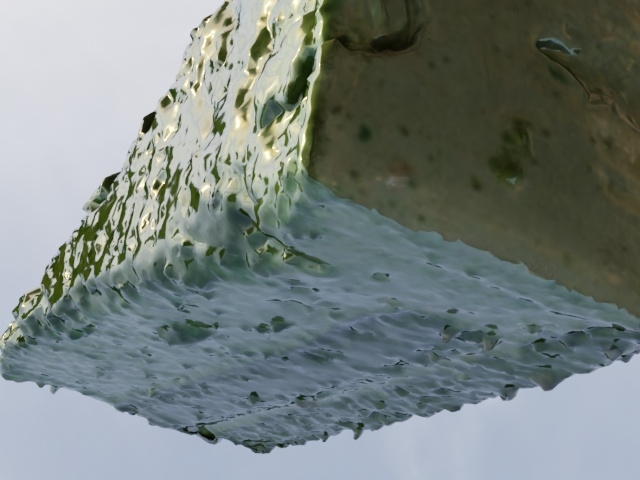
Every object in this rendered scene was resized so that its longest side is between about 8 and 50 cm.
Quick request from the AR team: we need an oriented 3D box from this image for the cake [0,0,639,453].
[{"bbox_3d":[-0.009,0.018,0.459,0.100,0.235,0.099,19,-131,-21],"label":"cake"}]
